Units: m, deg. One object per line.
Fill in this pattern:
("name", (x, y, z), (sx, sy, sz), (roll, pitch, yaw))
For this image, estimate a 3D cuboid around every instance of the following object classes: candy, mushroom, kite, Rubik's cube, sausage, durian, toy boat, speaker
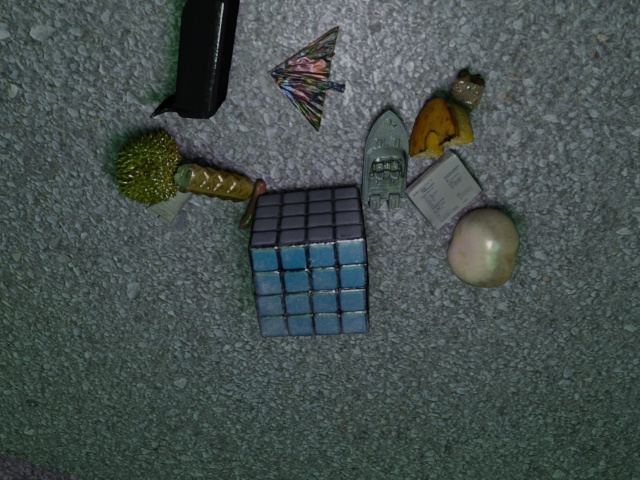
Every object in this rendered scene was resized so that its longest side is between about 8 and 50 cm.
("candy", (0.430, -0.435, 1.857), (0.095, 0.085, 0.110), (20, 130, -2))
("mushroom", (0.542, 0.024, 2.054), (0.234, 0.254, 0.260), (-7, 166, -36))
("kite", (-0.038, -0.477, 1.868), (0.233, 0.016, 0.321), (10, 120, -4))
("Rubik's cube", (-0.026, 0.064, 1.952), (0.344, 0.344, 0.337), (-6, 121, 4))
("sausage", (-0.217, -0.114, 2.065), (0.043, 0.043, 0.186), (20, 118, -11))
("durian", (-0.525, -0.214, 1.929), (0.200, 0.176, 0.237), (46, 132, 23))
("toy boat", (0.200, -0.249, 1.955), (0.141, 0.092, 0.320), (-4, 121, -6))
("speaker", (-0.346, -0.513, 1.755), (0.184, 0.180, 0.388), (14, 120, -2))

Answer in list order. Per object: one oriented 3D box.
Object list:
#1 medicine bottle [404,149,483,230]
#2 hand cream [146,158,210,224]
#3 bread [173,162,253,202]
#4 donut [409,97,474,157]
("medicine bottle", (0.388, -0.155, 2.004), (0.201, 0.052, 0.171), (-43, 113, 3))
("hand cream", (-0.447, -0.156, 2.039), (0.095, 0.059, 0.276), (37, 119, -21))
("bread", (-0.317, -0.173, 1.948), (0.269, 0.087, 0.098), (9, 115, -46))
("donut", (0.351, -0.335, 1.856), (0.101, 0.259, 0.152), (2, 85, -18))
